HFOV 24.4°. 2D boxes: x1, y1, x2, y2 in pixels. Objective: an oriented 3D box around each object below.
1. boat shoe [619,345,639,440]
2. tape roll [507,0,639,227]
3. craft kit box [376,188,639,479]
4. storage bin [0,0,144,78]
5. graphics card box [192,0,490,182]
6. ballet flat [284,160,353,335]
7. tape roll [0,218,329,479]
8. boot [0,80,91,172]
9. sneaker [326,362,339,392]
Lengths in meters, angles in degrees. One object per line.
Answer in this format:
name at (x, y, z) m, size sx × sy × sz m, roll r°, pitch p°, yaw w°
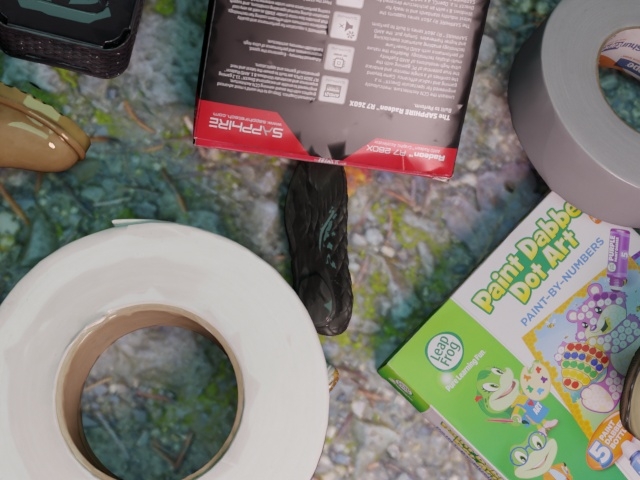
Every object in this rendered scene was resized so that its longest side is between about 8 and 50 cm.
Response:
boat shoe at (0.404, 0.142, 1.243) m, size 0.324 × 0.120 × 0.122 m, roll -1°, pitch 102°, yaw -30°
tape roll at (0.280, -0.123, 1.317) m, size 0.219 × 0.072 × 0.219 m, roll 8°, pitch 64°, yaw -16°
craft kit box at (0.223, 0.109, 1.301) m, size 0.247 × 0.061 × 0.250 m, roll 43°, pitch 76°, yaw 5°
storage bin at (-0.210, -0.246, 1.293) m, size 0.122 × 0.084 × 0.180 m, roll 13°, pitch 76°, yaw -6°
graphics card box at (0.031, -0.247, 1.229) m, size 0.233 × 0.094 × 0.370 m, roll 8°, pitch 114°, yaw -5°
ballet flat at (0.000, 0.000, 1.302) m, size 0.058 × 0.049 × 0.173 m, roll -6°, pitch 73°, yaw 18°
tape roll at (-0.133, 0.129, 1.202) m, size 0.286 × 0.100 × 0.286 m, roll 0°, pitch 79°, yaw 0°
boot at (-0.347, -0.013, 1.227) m, size 0.236 × 0.089 × 0.269 m, roll 20°, pitch 75°, yaw 9°
sneaker at (-0.022, 0.135, 1.274) m, size 0.037 × 0.032 × 0.083 m, roll 37°, pitch 73°, yaw 17°
